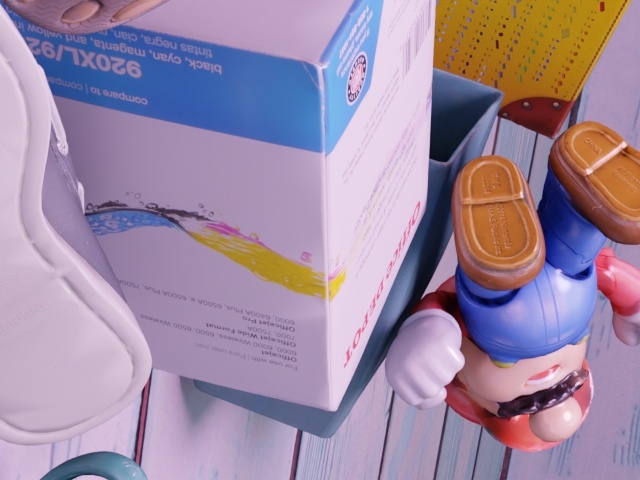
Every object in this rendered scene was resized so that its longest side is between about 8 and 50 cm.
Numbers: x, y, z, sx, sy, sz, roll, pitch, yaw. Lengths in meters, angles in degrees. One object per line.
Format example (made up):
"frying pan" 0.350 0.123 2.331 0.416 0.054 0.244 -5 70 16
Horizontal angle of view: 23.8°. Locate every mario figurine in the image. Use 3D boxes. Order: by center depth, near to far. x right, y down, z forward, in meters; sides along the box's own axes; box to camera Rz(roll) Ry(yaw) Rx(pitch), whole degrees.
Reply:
"mario figurine" 0.152 0.063 1.007 0.320 0.198 0.170 86 17 -64

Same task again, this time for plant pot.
"plant pot" 0.000 0.000 1.038 0.166 0.165 0.234 -49 156 -61

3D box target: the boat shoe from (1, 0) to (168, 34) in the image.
"boat shoe" -0.130 -0.204 0.503 0.324 0.123 0.116 66 5 -56

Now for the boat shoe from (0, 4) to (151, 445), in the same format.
"boat shoe" -0.157 -0.032 0.606 0.099 0.116 0.319 60 -6 37

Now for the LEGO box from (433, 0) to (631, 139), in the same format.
"LEGO box" 0.231 -0.391 1.228 0.500 0.193 0.372 112 3 -53

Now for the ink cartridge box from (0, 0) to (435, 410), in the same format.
"ink cartridge box" -0.044 -0.061 0.788 0.171 0.168 0.233 -62 159 -43

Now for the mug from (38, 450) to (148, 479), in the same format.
"mug" -0.137 0.195 0.800 0.129 0.097 0.158 68 37 -64
